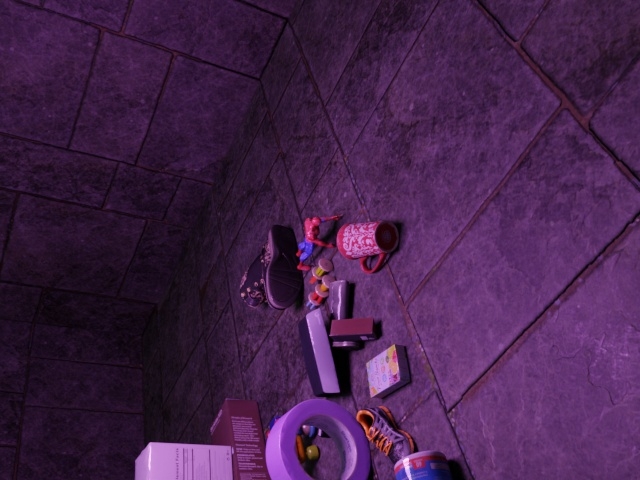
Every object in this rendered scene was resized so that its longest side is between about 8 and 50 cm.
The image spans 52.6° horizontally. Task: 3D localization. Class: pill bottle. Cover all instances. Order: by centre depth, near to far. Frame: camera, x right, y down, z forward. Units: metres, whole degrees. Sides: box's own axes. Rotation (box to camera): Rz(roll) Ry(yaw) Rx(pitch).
[{"bbox_3d":[0.244,0.585,1.406,0.124,0.124,0.221,-54,35,38],"label":"pill bottle"}]

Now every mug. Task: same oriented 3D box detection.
[{"bbox_3d":[0.152,0.008,1.879,0.113,0.150,0.169,-49,20,-27],"label":"mug"}]

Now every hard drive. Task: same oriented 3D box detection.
[{"bbox_3d":[-0.009,0.348,1.970,0.172,0.054,0.255,127,131,-67],"label":"hard drive"}]

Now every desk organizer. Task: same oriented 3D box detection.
[{"bbox_3d":[0.096,0.255,1.847,0.130,0.047,0.050,-6,56,23],"label":"desk organizer"}]

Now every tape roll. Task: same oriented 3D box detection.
[{"bbox_3d":[-0.004,0.569,1.724,0.090,0.274,0.275,-49,39,45],"label":"tape roll"}]

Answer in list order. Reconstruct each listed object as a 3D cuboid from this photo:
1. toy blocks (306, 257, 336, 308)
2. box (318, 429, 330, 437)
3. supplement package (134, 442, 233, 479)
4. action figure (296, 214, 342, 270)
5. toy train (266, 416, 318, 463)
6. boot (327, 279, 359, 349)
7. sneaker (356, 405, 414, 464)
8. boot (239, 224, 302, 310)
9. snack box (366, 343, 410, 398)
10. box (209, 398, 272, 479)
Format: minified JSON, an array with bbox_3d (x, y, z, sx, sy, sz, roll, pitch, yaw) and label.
[{"bbox_3d":[-0.009,0.149,2.153,0.148,0.054,0.123,-53,37,40],"label":"toy blocks"},{"bbox_3d":[0.031,0.536,1.899,0.018,0.067,0.083,-6,73,63],"label":"box"},{"bbox_3d":[-0.466,0.806,2.201,0.177,0.293,0.175,-51,37,43],"label":"supplement package"},{"bbox_3d":[0.000,0.000,2.180,0.280,0.139,0.091,103,161,-59],"label":"action figure"},{"bbox_3d":[-0.069,0.661,1.973,0.105,0.143,0.248,119,144,-46],"label":"toy train"},{"bbox_3d":[0.070,0.225,1.963,0.189,0.076,0.209,-11,64,60],"label":"boot"},{"bbox_3d":[0.162,0.502,1.644,0.215,0.083,0.084,42,115,58],"label":"sneaker"},{"bbox_3d":[-0.194,0.158,2.413,0.284,0.138,0.377,-52,33,39],"label":"boot"},{"bbox_3d":[0.178,0.350,1.724,0.141,0.037,0.100,-46,40,47],"label":"snack box"},{"bbox_3d":[-0.292,0.786,2.345,0.191,0.143,0.381,-60,30,31],"label":"box"}]
